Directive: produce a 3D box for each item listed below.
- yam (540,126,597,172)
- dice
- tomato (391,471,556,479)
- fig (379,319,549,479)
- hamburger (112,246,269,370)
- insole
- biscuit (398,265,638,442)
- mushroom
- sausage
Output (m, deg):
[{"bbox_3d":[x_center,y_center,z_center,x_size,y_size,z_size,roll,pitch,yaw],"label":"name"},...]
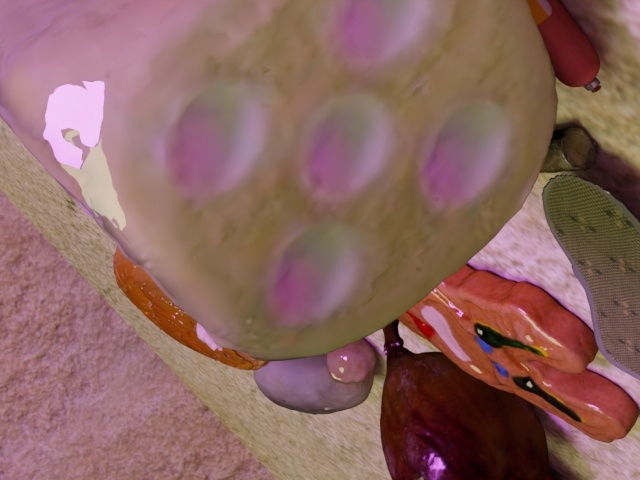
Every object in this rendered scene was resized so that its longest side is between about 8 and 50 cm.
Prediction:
[{"bbox_3d":[0.144,-0.058,0.963,0.033,0.027,0.129,48,166,-13],"label":"yam"},{"bbox_3d":[-0.039,-0.101,0.813,0.249,0.254,0.252,54,175,-37],"label":"dice"},{"bbox_3d":[0.193,0.330,1.598,0.260,0.180,0.260,39,169,9],"label":"tomato"},{"bbox_3d":[0.125,0.173,1.465,0.274,0.170,0.145,59,138,36],"label":"fig"},{"bbox_3d":[-0.126,0.048,1.697,0.244,0.163,0.244,40,163,15],"label":"hamburger"},{"bbox_3d":[0.219,0.039,1.025,0.109,0.007,0.322,30,164,29],"label":"insole"},{"bbox_3d":[0.144,0.082,1.312,0.334,0.047,0.202,27,159,48],"label":"biscuit"},{"bbox_3d":[0.008,0.176,1.850,0.118,0.103,0.270,42,156,-19],"label":"mushroom"},{"bbox_3d":[0.093,-0.167,0.787,0.223,0.029,0.029,49,165,-19],"label":"sausage"}]
